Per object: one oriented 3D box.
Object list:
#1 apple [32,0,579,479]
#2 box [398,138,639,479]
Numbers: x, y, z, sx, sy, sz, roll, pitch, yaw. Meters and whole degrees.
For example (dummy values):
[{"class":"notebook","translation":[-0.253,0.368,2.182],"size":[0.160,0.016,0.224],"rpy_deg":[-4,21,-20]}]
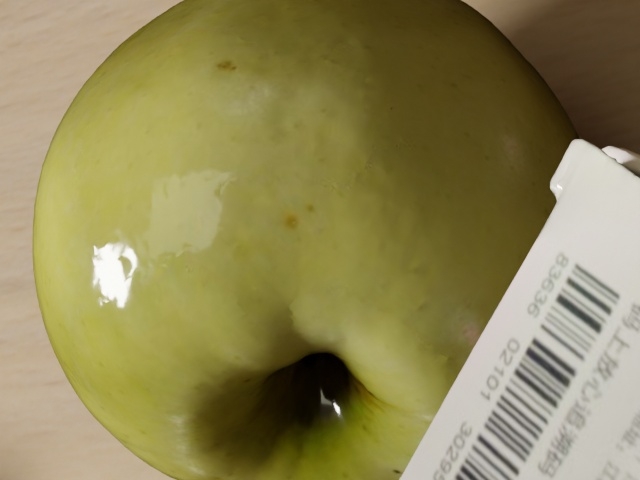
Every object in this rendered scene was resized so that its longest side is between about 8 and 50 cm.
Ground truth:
[{"class":"apple","translation":[0.000,0.000,0.935],"size":[0.262,0.262,0.262],"rpy_deg":[-19,61,37]},{"class":"box","translation":[0.175,0.115,0.649],"size":[0.145,0.333,0.173],"rpy_deg":[38,100,48]}]
